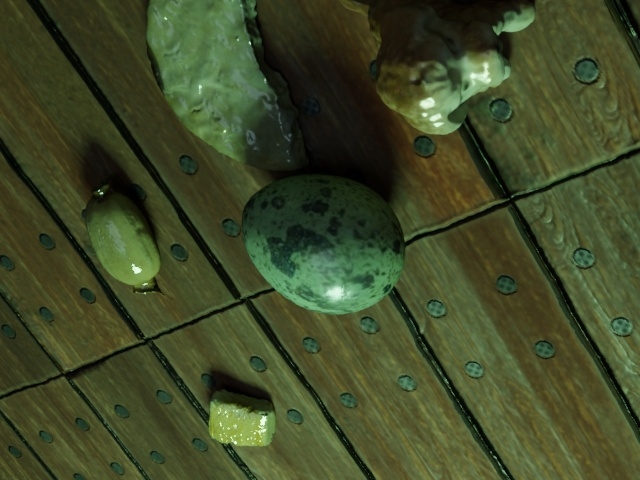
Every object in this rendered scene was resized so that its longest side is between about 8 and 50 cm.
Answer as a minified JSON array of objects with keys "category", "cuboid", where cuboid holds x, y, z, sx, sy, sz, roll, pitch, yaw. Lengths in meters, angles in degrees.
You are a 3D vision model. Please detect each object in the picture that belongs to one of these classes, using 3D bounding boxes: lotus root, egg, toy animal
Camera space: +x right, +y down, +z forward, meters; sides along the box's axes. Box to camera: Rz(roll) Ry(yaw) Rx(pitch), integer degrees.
[{"category":"lotus root","cuboid":[-0.222,0.004,1.022,0.073,0.062,0.150,-9,114,28]},{"category":"egg","cuboid":[0.000,0.000,0.881,0.172,0.132,0.132,23,127,23]},{"category":"toy animal","cuboid":[0.062,-0.158,0.722,0.183,0.185,0.104,19,127,12]}]

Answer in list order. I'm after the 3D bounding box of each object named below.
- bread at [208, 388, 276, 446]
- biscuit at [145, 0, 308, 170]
[{"category":"bread","cuboid":[-0.097,0.220,1.120,0.083,0.035,0.070,9,124,11]},{"category":"biscuit","cuboid":[-0.104,-0.176,0.879,0.133,0.032,0.250,-6,117,26]}]
